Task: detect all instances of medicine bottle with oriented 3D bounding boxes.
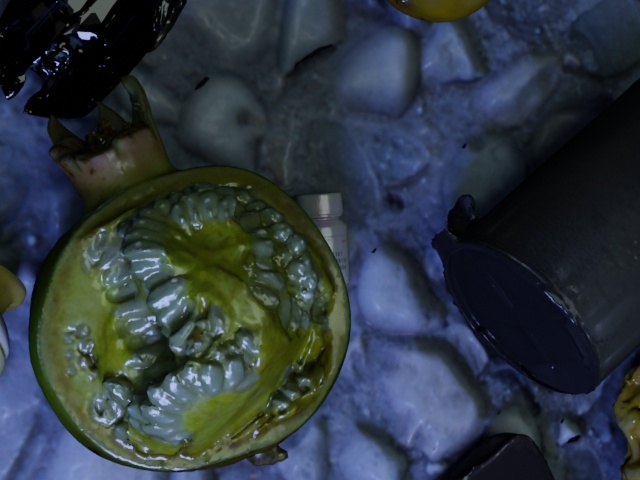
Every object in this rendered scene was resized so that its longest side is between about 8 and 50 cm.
[{"bbox_3d":[0.000,0.000,1.277,0.052,0.052,0.089,-5,94,-27],"label":"medicine bottle"}]

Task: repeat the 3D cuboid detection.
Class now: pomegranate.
[{"bbox_3d":[-0.121,0.033,1.119,0.261,0.260,0.340,-19,83,-25],"label":"pomegranate"}]

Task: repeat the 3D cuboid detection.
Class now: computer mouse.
[{"bbox_3d":[-0.188,-0.209,1.165,0.146,0.077,0.241,38,75,-21],"label":"computer mouse"}]

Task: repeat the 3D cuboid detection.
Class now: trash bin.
[{"bbox_3d":[0.292,-0.008,1.340,0.301,0.203,0.252,-39,80,-20],"label":"trash bin"}]

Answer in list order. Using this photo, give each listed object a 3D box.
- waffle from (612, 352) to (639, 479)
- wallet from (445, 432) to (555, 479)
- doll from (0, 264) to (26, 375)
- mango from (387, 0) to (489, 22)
[{"bbox_3d":[0.465,0.191,1.452,0.324,0.151,0.261,-5,79,-27],"label":"waffle"},{"bbox_3d":[0.122,0.333,1.355,0.309,0.042,0.165,-39,110,-19],"label":"wallet"},{"bbox_3d":[-0.346,0.112,1.056,0.296,0.117,0.141,-49,117,-29],"label":"doll"},{"bbox_3d":[0.109,-0.331,1.291,0.157,0.114,0.251,-4,94,-20],"label":"mango"}]
